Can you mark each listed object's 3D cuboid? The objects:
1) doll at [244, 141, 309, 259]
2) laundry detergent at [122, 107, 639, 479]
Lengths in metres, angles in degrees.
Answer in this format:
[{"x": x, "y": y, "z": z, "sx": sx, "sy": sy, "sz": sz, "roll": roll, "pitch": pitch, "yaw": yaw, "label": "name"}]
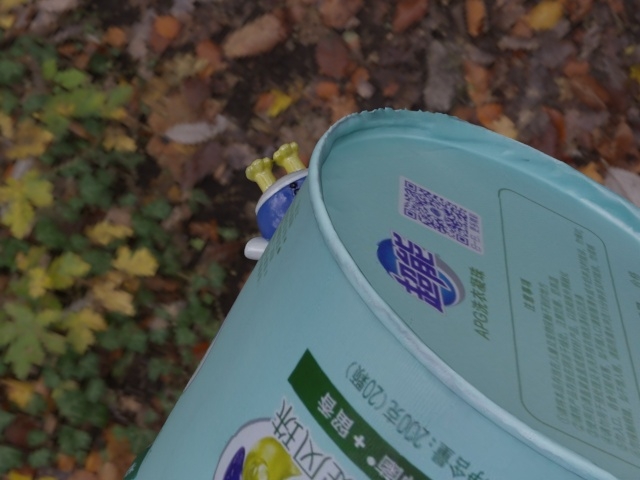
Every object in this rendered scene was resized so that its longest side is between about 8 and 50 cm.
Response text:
[{"x": 0.000, "y": 0.000, "z": 0.923, "sx": 0.099, "sy": 0.057, "sz": 0.143, "roll": -27, "pitch": 67, "yaw": -6, "label": "doll"}, {"x": 0.055, "y": 0.137, "z": 0.714, "sx": 0.287, "sy": 0.287, "sz": 0.305, "roll": 54, "pitch": 125, "yaw": 38, "label": "laundry detergent"}]
